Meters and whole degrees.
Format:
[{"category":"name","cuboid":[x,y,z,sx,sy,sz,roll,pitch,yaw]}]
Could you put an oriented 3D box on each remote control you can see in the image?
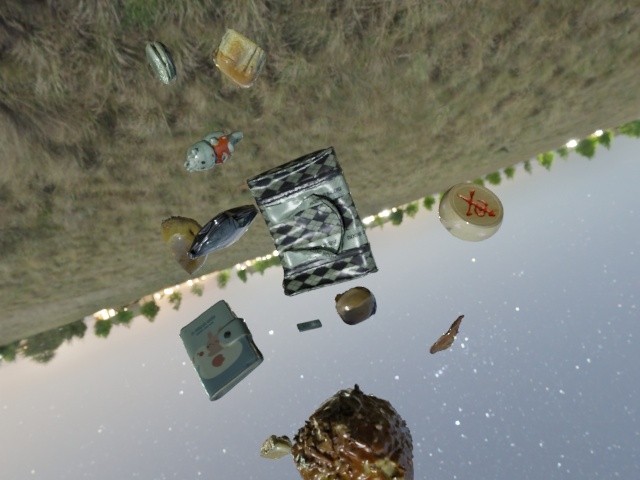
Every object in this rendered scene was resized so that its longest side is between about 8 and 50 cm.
[{"category":"remote control","cuboid":[-0.054,0.419,2.161,0.124,0.018,0.053,-10,-141,-21]}]

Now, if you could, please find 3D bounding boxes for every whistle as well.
[{"category":"whistle","cuboid":[-0.351,-0.300,1.453,0.102,0.105,0.253,-13,-158,47]}]

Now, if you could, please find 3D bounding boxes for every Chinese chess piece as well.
[{"category":"Chinese chess piece","cuboid":[0.591,-0.114,1.719,0.251,0.251,0.097,-21,153,-22]}]

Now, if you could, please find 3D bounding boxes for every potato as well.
[{"category":"potato","cuboid":[-0.483,0.018,1.633,0.138,0.243,0.098,-26,-150,7]}]

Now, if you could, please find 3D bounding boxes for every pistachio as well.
[{"category":"pistachio","cuboid":[0.147,0.265,1.797,0.210,0.165,0.130,12,-170,-29]}]

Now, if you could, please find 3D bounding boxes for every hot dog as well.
[{"category":"hot dog","cuboid":[-0.172,0.799,1.706,0.084,0.073,0.242,11,145,-15]}]

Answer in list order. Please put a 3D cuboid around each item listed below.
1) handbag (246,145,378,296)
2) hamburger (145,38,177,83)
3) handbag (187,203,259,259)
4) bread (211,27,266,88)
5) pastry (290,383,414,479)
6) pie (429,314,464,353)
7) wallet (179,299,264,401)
[{"category":"handbag","cuboid":[-0.033,-0.048,1.378,0.317,0.416,0.180,-21,-173,2]},{"category":"hamburger","cuboid":[-0.516,-0.580,1.429,0.062,0.133,0.140,-33,-142,-18]},{"category":"handbag","cuboid":[-0.322,-0.033,1.486,0.191,0.075,0.332,-45,179,16]},{"category":"bread","cuboid":[-0.296,-0.711,1.767,0.174,0.133,0.252,-60,150,2]},{"category":"pastry","cuboid":[0.091,0.617,1.287,0.292,0.337,0.405,-54,-168,24]},{"category":"pie","cuboid":[0.336,0.275,1.194,0.088,0.033,0.191,-25,148,-23]},{"category":"wallet","cuboid":[-0.382,0.402,1.679,0.252,0.360,0.083,-37,141,-7]}]
